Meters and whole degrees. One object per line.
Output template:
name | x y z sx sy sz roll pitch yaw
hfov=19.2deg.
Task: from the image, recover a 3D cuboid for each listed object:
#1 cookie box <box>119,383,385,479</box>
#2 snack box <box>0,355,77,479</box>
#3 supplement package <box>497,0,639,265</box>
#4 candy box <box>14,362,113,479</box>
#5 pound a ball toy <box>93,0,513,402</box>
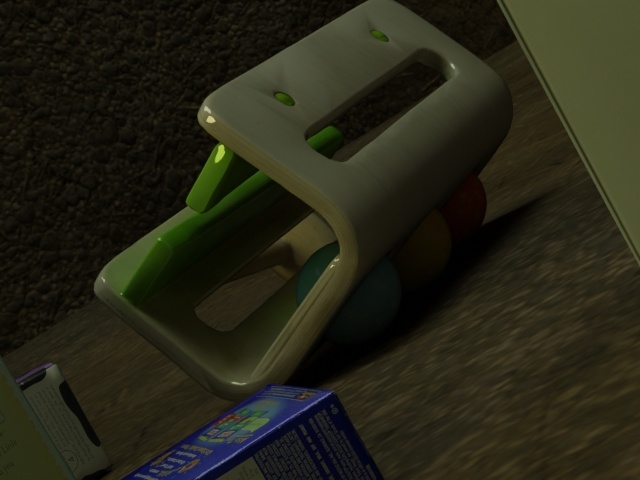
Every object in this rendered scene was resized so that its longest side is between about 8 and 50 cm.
cookie box | -0.042 0.094 0.657 0.107 0.040 0.092 -31 5 -14
snack box | -0.241 0.115 0.760 0.060 0.187 0.322 -27 5 35
supplement package | 0.181 -0.074 0.411 0.203 0.149 0.194 -25 7 39
candy box | -0.237 0.155 1.026 0.196 0.070 0.165 -33 6 -37
pound a ball toy | 0.000 0.000 1.059 0.208 0.136 0.319 -56 -8 27
